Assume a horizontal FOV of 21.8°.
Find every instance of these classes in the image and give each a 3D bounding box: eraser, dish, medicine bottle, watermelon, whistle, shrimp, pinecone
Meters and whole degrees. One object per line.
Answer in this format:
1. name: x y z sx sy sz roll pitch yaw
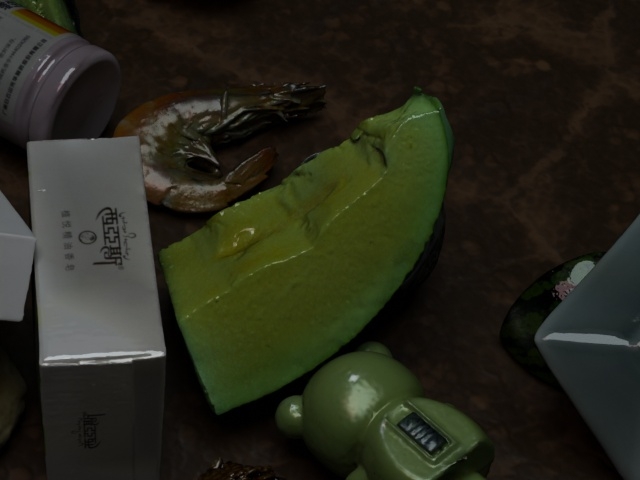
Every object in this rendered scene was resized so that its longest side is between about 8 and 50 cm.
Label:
1. eraser: -0.324 -0.008 1.490 0.078 0.076 0.298 6 13 -22
2. dish: 0.326 0.085 1.529 0.243 0.080 0.182 -43 105 -35
3. medicine bottle: -0.341 -0.186 1.720 0.249 0.133 0.133 27 51 19
4. watermelon: 0.253 0.074 1.592 0.125 0.135 0.094 29 11 22
5. whistle: 0.082 0.192 1.445 0.131 0.106 0.288 -34 58 -28
6. shrimp: -0.099 -0.108 1.729 0.248 0.068 0.150 -28 69 -22
7. pinecone: -0.076 0.239 1.397 0.102 0.102 0.109 6 58 -2

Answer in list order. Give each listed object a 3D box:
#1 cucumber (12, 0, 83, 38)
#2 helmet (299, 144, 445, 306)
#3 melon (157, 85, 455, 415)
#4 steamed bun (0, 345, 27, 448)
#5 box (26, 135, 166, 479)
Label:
1. cucumber: -0.305 -0.264 1.848 0.078 0.062 0.211 -29 57 12
2. helmet: 0.055 -0.008 1.619 0.153 0.107 0.177 -3 71 26
3. melon: 0.000 0.000 1.507 0.323 0.124 0.196 -35 45 9
4. steamed bun: -0.349 0.111 1.434 0.172 0.155 0.141 18 48 8
5. box: -0.200 0.063 1.469 0.111 0.194 0.260 -2 48 -9
